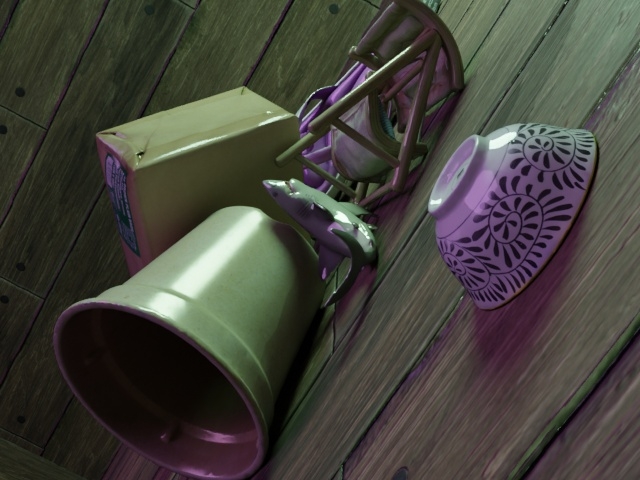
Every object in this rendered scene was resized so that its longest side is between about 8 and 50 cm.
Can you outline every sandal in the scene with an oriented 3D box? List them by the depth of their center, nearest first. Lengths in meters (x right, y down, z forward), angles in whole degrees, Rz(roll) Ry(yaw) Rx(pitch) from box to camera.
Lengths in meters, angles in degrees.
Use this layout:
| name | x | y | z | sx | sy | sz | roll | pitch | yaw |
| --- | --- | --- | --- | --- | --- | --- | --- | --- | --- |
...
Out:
| name | x | y | z | sx | sy | sz | roll | pitch | yaw |
| --- | --- | --- | --- | --- | --- | --- | --- | --- | --- |
| sandal | 0.010 | -0.210 | 1.676 | 0.416 | 0.102 | 0.169 | -52 | 53 | 10 |

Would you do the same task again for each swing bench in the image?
| name | x | y | z | sx | sy | sz | roll | pitch | yaw |
| --- | --- | --- | --- | --- | --- | --- | --- | --- | --- |
| swing bench | 0.084 | -0.195 | 1.356 | 0.254 | 0.165 | 0.253 | -57 | 7 | -13 |

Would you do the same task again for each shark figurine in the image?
| name | x | y | z | sx | sy | sz | roll | pitch | yaw |
| --- | --- | --- | --- | --- | --- | --- | --- | --- | --- |
| shark figurine | 0.023 | 0.014 | 1.252 | 0.116 | 0.166 | 0.278 | -65 | 31 | 15 |

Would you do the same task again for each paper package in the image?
| name | x | y | z | sx | sy | sz | roll | pitch | yaw |
| --- | --- | --- | --- | --- | --- | --- | --- | --- | --- |
| paper package | -0.185 | -0.055 | 1.526 | 0.168 | 0.310 | 0.324 | 37 | 141 | 45 |

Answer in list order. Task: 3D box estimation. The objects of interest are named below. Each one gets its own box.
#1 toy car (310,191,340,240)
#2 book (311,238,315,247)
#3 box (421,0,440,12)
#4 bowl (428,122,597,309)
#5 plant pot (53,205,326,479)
| name | x | y | z | sx | sy | sz | roll | pitch | yaw |
| --- | --- | --- | --- | --- | --- | --- | --- | --- | --- |
| toy car | -0.019 | -0.114 | 1.809 | 0.188 | 0.149 | 0.155 | -42 | 29 | 31 |
| book | -0.064 | 0.061 | 1.812 | 0.096 | 0.035 | 0.144 | -63 | 8 | -33 |
| box | 0.130 | -0.358 | 1.895 | 0.242 | 0.077 | 0.307 | -48 | 15 | 55 |
| bowl | 0.141 | -0.035 | 0.742 | 0.170 | 0.080 | 0.170 | -59 | 8 | 13 |
| plant pot | -0.155 | 0.120 | 1.307 | 0.305 | 0.334 | 0.334 | -54 | 2 | -42 |
